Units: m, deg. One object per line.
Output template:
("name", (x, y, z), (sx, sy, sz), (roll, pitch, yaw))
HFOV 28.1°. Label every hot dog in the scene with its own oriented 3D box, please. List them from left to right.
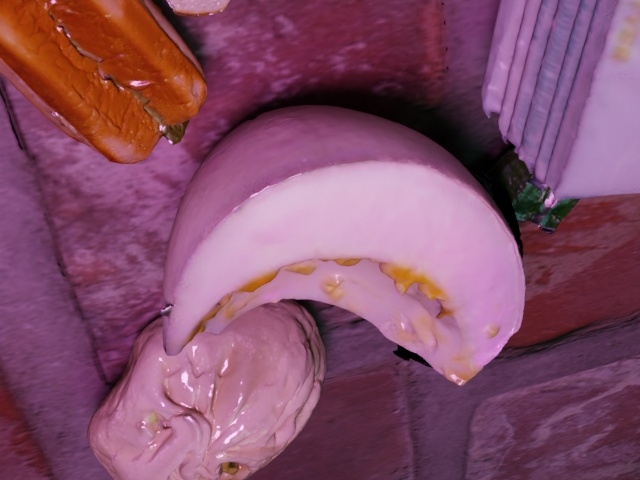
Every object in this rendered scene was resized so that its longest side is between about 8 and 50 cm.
("hot dog", (-0.159, -0.136, 0.801), (0.104, 0.076, 0.250), (-40, 141, 5))

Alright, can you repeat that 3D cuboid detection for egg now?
("egg", (0.008, -0.015, 0.950), (0.271, 0.162, 0.206), (-1, 126, -15))

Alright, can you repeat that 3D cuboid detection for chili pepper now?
("chili pepper", (0.222, -0.108, 1.039), (0.088, 0.059, 0.227), (21, 123, -22))

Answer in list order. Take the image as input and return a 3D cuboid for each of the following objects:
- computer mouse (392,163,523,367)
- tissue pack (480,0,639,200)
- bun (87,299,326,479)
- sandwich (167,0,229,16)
("computer mouse", (0.108, 0.020, 1.082), (0.077, 0.146, 0.242), (-15, 152, -32))
("tissue pack", (0.282, -0.222, 0.813), (0.287, 0.162, 0.388), (-8, 135, -16))
("bun", (-0.093, 0.153, 1.138), (0.229, 0.145, 0.229), (-13, 139, -12))
("sandwich", (-0.089, -0.185, 0.803), (0.093, 0.036, 0.105), (-9, 143, -17))
